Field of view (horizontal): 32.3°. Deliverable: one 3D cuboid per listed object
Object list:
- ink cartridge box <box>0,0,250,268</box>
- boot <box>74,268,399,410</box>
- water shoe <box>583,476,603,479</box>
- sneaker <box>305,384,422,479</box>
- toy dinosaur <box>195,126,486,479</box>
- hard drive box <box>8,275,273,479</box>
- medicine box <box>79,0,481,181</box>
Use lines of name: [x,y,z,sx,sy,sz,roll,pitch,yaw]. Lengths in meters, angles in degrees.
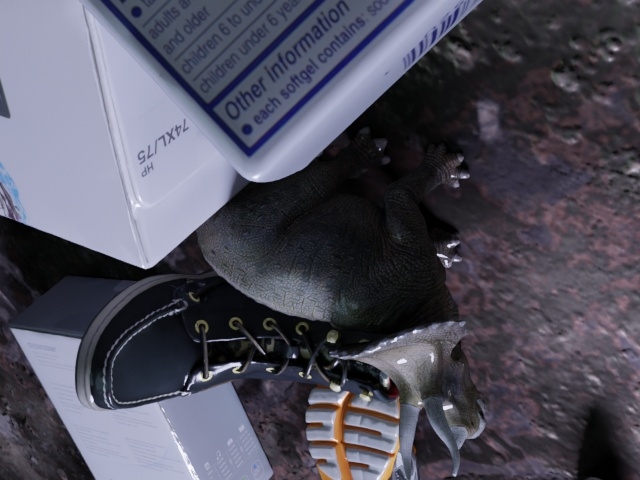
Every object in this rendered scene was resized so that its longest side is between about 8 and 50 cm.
ink cartridge box: [-0.168,-0.143,0.728,0.270,0.198,0.197,18,133,29]
boot: [-0.039,0.075,0.794,0.179,0.236,0.085,11,107,30]
water shoe: [0.233,0.252,0.838,0.080,0.073,0.203,-1,130,16]
sneaker: [0.044,0.177,0.921,0.084,0.083,0.214,10,112,30]
toy dinosaur: [0.000,0.000,0.734,0.314,0.160,0.121,32,139,15]
hard drive box: [-0.174,0.157,1.083,0.181,0.089,0.232,4,126,39]
medicine box: [-0.023,-0.217,0.468,0.263,0.149,0.289,-43,90,7]
